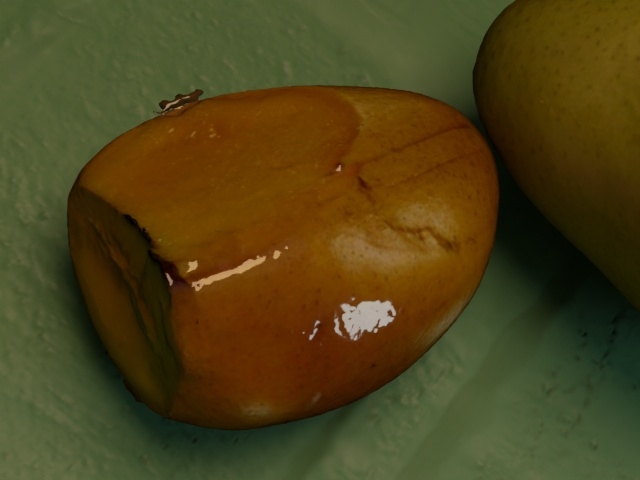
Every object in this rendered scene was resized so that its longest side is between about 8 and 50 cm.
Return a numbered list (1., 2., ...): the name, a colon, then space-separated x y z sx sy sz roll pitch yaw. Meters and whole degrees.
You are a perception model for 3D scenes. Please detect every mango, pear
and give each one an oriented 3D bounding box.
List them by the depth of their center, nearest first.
1. mango: 0.000 0.000 0.942 0.257 0.138 0.187 -15 51 -29
2. pear: 0.260 -0.061 0.975 0.336 0.285 0.285 30 58 -5
